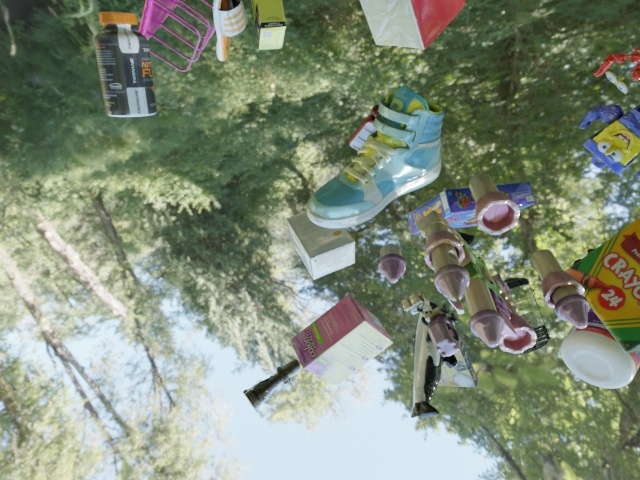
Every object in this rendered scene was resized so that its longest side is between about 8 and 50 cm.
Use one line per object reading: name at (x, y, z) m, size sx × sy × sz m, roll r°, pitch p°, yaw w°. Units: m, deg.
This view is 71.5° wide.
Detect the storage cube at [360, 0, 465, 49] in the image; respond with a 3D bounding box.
storage cube at (0.238, -0.652, 1.177) m, size 0.183 × 0.215 × 0.193 m, roll 30°, pitch -105°, yaw 41°

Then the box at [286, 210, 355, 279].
box at (0.000, 0.000, 1.217) m, size 0.130 × 0.091 × 0.170 m, roll -21°, pitch -131°, yaw -13°

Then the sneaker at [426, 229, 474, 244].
sneaker at (0.513, -0.008, 1.759) m, size 0.170 × 0.051 × 0.089 m, roll 22°, pitch -106°, yaw 24°

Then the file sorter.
file sorter at (-0.432, -0.726, 1.438) m, size 0.202 × 0.182 × 0.291 m, roll -37°, pitch -151°, yaw 51°

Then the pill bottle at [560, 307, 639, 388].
pill bottle at (0.845, 0.256, 1.278) m, size 0.323 × 0.182 × 0.181 m, roll -36°, pitch -159°, yaw -30°

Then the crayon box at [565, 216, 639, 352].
crayon box at (0.671, 0.048, 0.848) m, size 0.318 × 0.081 × 0.202 m, roll -52°, pitch -136°, yaw 34°

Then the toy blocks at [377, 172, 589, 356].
toy blocks at (0.269, 0.107, 0.780) m, size 0.309 × 0.288 × 0.260 m, roll -38°, pitch -156°, yaw 25°

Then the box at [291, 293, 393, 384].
box at (0.072, 0.323, 1.428) m, size 0.243 × 0.213 × 0.117 m, roll -40°, pitch -134°, yaw 8°

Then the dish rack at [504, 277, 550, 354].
dish rack at (0.725, 0.280, 1.653) m, size 0.208 × 0.272 × 0.074 m, roll -14°, pitch 167°, yaw -14°

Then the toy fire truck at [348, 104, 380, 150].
toy fire truck at (0.288, -0.439, 1.839) m, size 0.302 × 0.253 × 0.169 m, roll -45°, pitch -156°, yaw 51°

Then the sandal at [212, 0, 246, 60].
sandal at (-0.234, -0.579, 1.184) m, size 0.265 × 0.076 × 0.102 m, roll 118°, pitch -14°, yaw -70°

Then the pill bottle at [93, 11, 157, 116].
pill bottle at (-0.503, -0.450, 1.144) m, size 0.130 × 0.246 × 0.130 m, roll 0°, pitch -158°, yaw 0°

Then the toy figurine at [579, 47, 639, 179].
toy figurine at (0.732, -0.229, 1.007) m, size 0.191 × 0.362 × 0.217 m, roll -32°, pitch 162°, yaw -29°

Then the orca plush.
orca plush at (0.285, 0.285, 1.066) m, size 0.102 × 0.151 × 0.287 m, roll 12°, pitch -138°, yaw 3°

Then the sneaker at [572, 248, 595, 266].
sneaker at (0.952, 0.138, 1.583) m, size 0.135 × 0.276 × 0.097 m, roll 22°, pitch -138°, yaw 19°

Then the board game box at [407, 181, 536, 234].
board game box at (0.506, -0.108, 1.507) m, size 0.347 × 0.078 × 0.233 m, roll -8°, pitch 167°, yaw -22°

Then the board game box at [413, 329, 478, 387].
board game box at (0.464, 0.438, 1.646) m, size 0.165 × 0.243 × 0.042 m, roll -10°, pitch -154°, yaw 37°

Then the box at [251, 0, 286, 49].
box at (-0.124, -0.553, 0.983) m, size 0.058 × 0.232 × 0.087 m, roll -8°, pitch 175°, yaw -12°

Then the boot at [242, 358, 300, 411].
boot at (-0.169, 0.528, 1.650) m, size 0.229 × 0.091 × 0.263 m, roll -35°, pitch 173°, yaw -19°

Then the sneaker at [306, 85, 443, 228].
sneaker at (0.101, -0.166, 0.827) m, size 0.319 × 0.208 × 0.127 m, roll -31°, pitch -129°, yaw -24°
